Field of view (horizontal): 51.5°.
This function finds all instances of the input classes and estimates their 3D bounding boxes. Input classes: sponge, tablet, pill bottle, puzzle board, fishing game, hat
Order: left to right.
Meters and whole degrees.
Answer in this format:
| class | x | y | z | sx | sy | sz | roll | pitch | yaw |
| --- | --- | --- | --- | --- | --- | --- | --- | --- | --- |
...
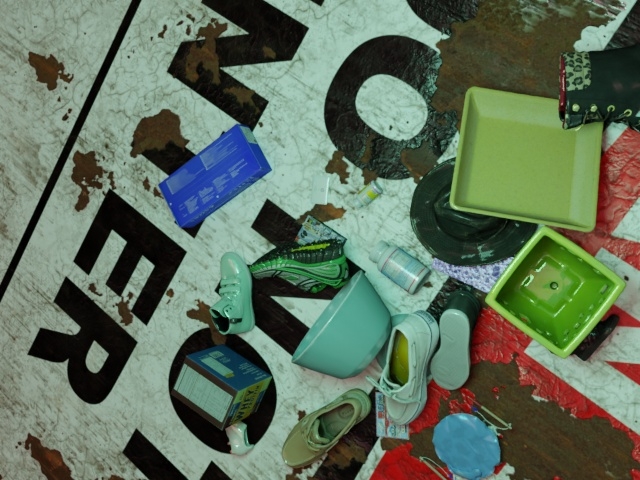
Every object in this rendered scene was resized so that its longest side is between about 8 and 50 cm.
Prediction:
| class | x | y | z | sx | sy | sz | roll | pitch | yaw |
| --- | --- | --- | --- | --- | --- | --- | --- | --- | --- |
| tablet | -0.001 | -0.149 | 1.948 | 0.054 | 0.006 | 0.083 | 8 | 96 | 24 |
| pill bottle | 0.131 | -0.128 | 1.867 | 0.083 | 0.043 | 0.043 | -40 | 76 | 21 |
| puzzle board | 0.202 | 0.496 | 1.876 | 0.096 | 0.011 | 0.128 | -1 | 92 | 25 |
| pill bottle | 0.213 | 0.070 | 1.813 | 0.160 | 0.087 | 0.087 | 37 | 106 | 20 |
| fishing game | 0.394 | 0.548 | 1.776 | 0.189 | 0.041 | 0.264 | 35 | 114 | 20 |
| hat | 0.379 | -0.085 | 1.685 | 0.331 | 0.134 | 0.331 | -2 | 84 | 20 |
| sponge | 0.406 | 0.060 | 1.754 | 0.210 | 0.031 | 0.117 | 25 | 102 | 21 |

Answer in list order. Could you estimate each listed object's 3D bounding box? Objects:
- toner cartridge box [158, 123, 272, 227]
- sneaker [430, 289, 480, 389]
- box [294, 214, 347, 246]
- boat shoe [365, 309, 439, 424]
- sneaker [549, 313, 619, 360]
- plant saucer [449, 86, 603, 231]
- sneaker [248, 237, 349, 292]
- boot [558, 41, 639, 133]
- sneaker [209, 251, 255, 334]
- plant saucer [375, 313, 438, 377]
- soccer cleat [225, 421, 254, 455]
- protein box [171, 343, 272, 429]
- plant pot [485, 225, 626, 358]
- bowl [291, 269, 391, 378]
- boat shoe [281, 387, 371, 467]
| class | x | y | z | sx | sy | sz | roll | pitch | yaw |
| --- | --- | --- | --- | --- | --- | --- | --- | --- | --- |
| toner cartridge box | -0.331 | -0.195 | 2.060 | 0.348 | 0.075 | 0.165 | -32 | 78 | 22 |
| sneaker | 0.364 | 0.259 | 1.750 | 0.104 | 0.147 | 0.296 | 15 | 129 | 21 |
| box | 0.000 | 0.000 | 1.941 | 0.137 | 0.027 | 0.094 | 35 | 105 | 20 |
| boat shoe | 0.199 | 0.357 | 1.720 | 0.136 | 0.156 | 0.367 | 39 | 133 | 36 |
| sneaker | 0.649 | 0.231 | 1.638 | 0.089 | 0.051 | 0.170 | 37 | 110 | 14 |
| plant saucer | 0.492 | -0.187 | 1.598 | 0.332 | 0.081 | 0.333 | 10 | 71 | 7 |
| sneaker | -0.069 | 0.091 | 1.909 | 0.343 | 0.134 | 0.146 | -4 | 111 | 40 |
| boot | 0.699 | -0.280 | 1.510 | 0.284 | 0.138 | 0.377 | -1 | 85 | 10 |
| sneaker | -0.277 | 0.159 | 2.007 | 0.094 | 0.151 | 0.256 | -15 | 84 | 26 |
| plant saucer | 0.233 | 0.302 | 1.841 | 0.195 | 0.037 | 0.195 | 1 | 92 | 25 |
| soccer cleat | -0.272 | 0.572 | 2.073 | 0.076 | 0.068 | 0.196 | -26 | 82 | 8 |
| protein box | -0.295 | 0.435 | 1.998 | 0.201 | 0.200 | 0.136 | 29 | 104 | 21 |
| plant pot | 0.550 | 0.114 | 1.579 | 0.228 | 0.207 | 0.227 | 38 | 101 | 12 |
| bowl | 0.078 | 0.249 | 1.793 | 0.163 | 0.311 | 0.311 | 37 | 107 | -1 |
| boat shoe | -0.004 | 0.549 | 1.918 | 0.341 | 0.110 | 0.121 | -46 | 74 | 19 |
